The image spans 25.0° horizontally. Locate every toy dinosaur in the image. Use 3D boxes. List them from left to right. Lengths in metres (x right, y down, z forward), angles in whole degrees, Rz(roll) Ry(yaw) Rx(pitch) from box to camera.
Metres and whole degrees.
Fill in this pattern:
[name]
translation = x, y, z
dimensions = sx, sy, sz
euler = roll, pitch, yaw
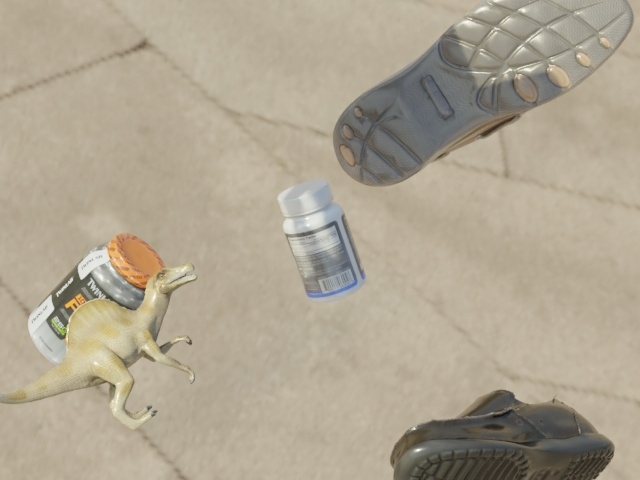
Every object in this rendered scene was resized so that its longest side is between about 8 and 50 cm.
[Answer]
[toy dinosaur]
translation = -0.151, 0.089, 1.025
dimensions = 0.183, 0.053, 0.092
euler = -38, 95, -31

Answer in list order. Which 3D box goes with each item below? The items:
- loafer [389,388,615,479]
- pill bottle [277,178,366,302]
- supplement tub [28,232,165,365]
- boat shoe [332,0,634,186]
[loafer]
translation = 0.127, 0.157, 1.095
dimensions = 0.220, 0.080, 0.078
euler = 7, 36, -43
[pill bottle]
translation = 0.000, 0.000, 1.753
dimensions = 0.078, 0.078, 0.137
euler = -34, 112, -43
[supplement tub]
translation = -0.308, 0.084, 2.009
dimensions = 0.117, 0.190, 0.117
euler = 37, 22, -18
[boat shoe]
translation = 0.162, -0.165, 1.457
dimensions = 0.123, 0.324, 0.116
euler = 64, 17, 2
